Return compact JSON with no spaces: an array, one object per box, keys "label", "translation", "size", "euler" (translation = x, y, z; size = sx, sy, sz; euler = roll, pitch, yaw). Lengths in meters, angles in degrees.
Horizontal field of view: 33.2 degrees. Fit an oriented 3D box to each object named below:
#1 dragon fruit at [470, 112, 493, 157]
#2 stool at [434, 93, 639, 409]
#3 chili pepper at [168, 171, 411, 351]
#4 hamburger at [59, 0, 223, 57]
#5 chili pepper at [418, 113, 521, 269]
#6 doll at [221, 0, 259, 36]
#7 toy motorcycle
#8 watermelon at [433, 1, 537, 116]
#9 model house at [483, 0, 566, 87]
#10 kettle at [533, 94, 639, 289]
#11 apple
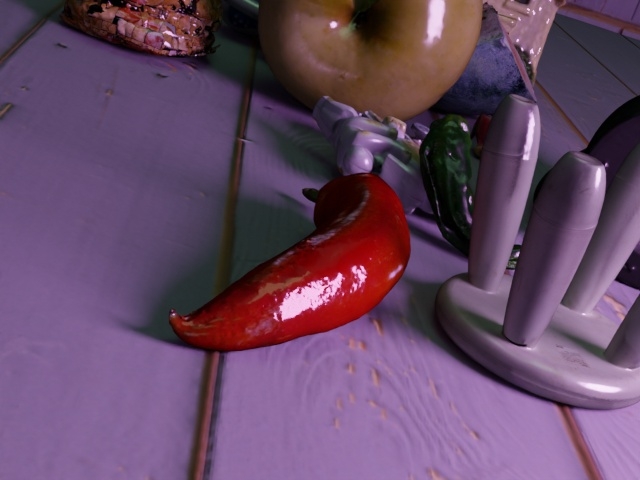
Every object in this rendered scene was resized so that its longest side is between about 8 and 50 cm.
[{"label":"dragon fruit","translation":[0.234,-0.139,1.462],"size":[0.060,0.056,0.083],"euler":[24,18,8]},{"label":"stool","translation":[0.214,0.010,0.892],"size":[0.195,0.198,0.195],"euler":[11,24,-15]},{"label":"chili pepper","translation":[0.005,0.002,0.886],"size":[0.137,0.091,0.368],"euler":[11,17,11]},{"label":"hamburger","translation":[-0.232,-0.316,1.437],"size":[0.231,0.106,0.231],"euler":[14,15,-4]},{"label":"chili pepper","translation":[0.146,-0.048,1.090],"size":[0.073,0.050,0.182],"euler":[-5,66,-34]},{"label":"doll","translation":[-0.067,-0.335,1.618],"size":[0.138,0.119,0.293],"euler":[20,9,-47]},{"label":"toy motorcycle","translation":[0.070,-0.088,1.178],"size":[0.151,0.074,0.228],"euler":[5,34,-44]},{"label":"watermelon","translation":[0.212,-0.251,1.634],"size":[0.175,0.188,0.322],"euler":[65,16,-5]},{"label":"model house","translation":[0.272,-0.415,1.884],"size":[0.321,0.266,0.261],"euler":[19,17,0]},{"label":"kettle","translation":[0.377,-0.078,1.253],"size":[0.269,0.207,0.290],"euler":[-14,16,20]},{"label":"apple","translation":[0.064,-0.294,1.379],"size":[0.292,0.291,0.254],"euler":[22,15,6]}]
